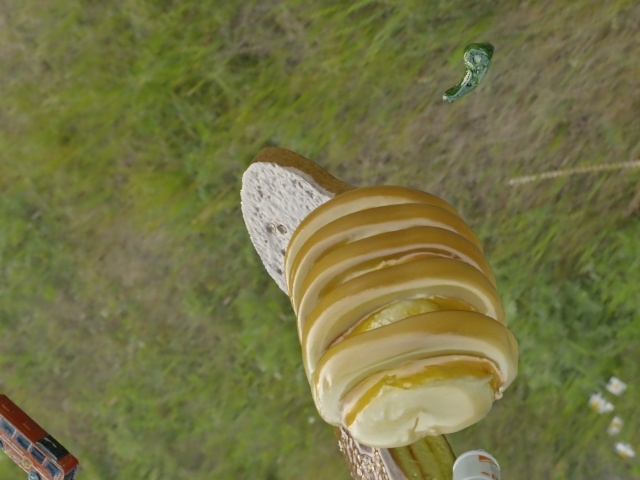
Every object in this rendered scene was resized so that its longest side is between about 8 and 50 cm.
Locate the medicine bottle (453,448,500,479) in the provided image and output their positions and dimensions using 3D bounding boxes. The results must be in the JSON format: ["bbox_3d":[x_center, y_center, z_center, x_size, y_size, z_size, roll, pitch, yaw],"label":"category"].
[{"bbox_3d":[0.182,0.289,1.496,0.057,0.089,0.057,2,113,5],"label":"medicine bottle"}]

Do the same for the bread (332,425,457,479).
[{"bbox_3d":[0.091,0.275,1.724,0.184,0.110,0.234,98,150,-51],"label":"bread"}]

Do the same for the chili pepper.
[{"bbox_3d":[0.169,-0.194,1.431,0.035,0.055,0.118,54,163,6],"label":"chili pepper"}]

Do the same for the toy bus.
[{"bbox_3d":[-0.283,0.197,1.249,0.110,0.031,0.043,39,121,10],"label":"toy bus"}]

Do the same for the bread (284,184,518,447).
[{"bbox_3d":[0.061,0.047,1.065,0.311,0.172,0.121,-108,4,-64],"label":"bread"}]

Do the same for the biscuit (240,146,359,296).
[{"bbox_3d":[0.001,-0.001,1.730,0.257,0.049,0.273,24,144,31],"label":"biscuit"}]
